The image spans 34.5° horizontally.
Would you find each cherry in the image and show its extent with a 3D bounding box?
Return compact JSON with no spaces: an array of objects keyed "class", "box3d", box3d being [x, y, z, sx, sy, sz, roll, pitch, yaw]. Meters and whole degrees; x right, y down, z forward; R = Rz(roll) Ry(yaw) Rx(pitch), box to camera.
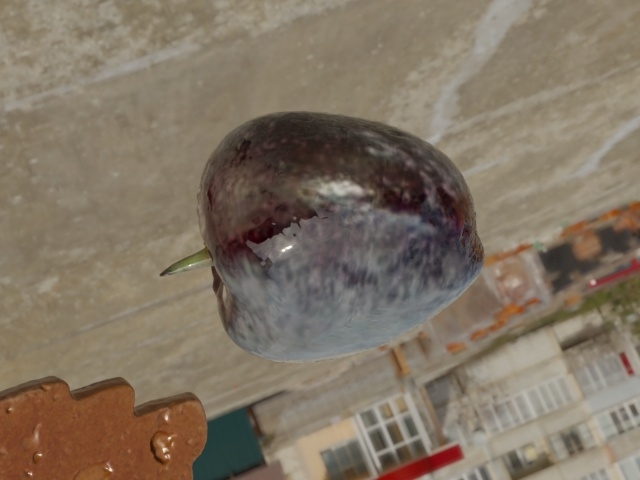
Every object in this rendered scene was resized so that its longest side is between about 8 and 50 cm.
[{"class":"cherry","box3d":[0.000,0.000,0.949,0.296,0.218,0.255,-2,140,3]}]

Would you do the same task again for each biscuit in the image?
[{"class":"biscuit","box3d":[-0.249,0.244,1.044,0.043,0.306,0.284,5,-121,52]}]
